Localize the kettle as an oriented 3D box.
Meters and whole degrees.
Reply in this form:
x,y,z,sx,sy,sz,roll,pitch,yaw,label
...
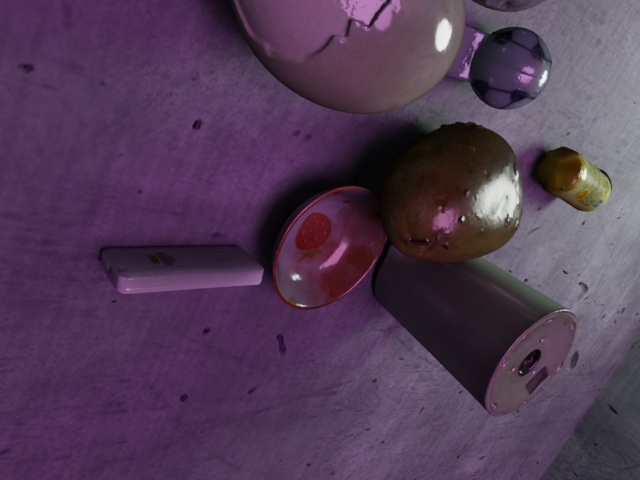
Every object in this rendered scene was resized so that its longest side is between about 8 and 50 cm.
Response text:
x,y,z,sx,sy,sz,roll,pitch,yaw,label
0.329,0.177,1.302,0.250,0.376,0.361,-45,137,-4,kettle

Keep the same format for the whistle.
x,y,z,sx,sy,sz,roll,pitch,yaw,label
0.328,-0.325,1.106,0.289,0.163,0.164,0,119,-40,whistle

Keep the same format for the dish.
x,y,z,sx,sy,sz,roll,pitch,yaw,label
0.000,0.000,1.123,0.260,0.085,0.260,-23,133,-28,dish

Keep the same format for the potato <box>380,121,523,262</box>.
x,y,z,sx,sy,sz,roll,pitch,yaw,label
0.246,-0.092,1.121,0.359,0.219,0.270,-11,92,-52,potato

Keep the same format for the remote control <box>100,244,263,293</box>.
x,y,z,sx,sy,sz,roll,pitch,yaw,label
-0.217,0.042,0.962,0.250,0.103,0.034,-1,117,-40,remote control

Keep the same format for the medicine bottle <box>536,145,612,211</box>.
x,y,z,sx,sy,sz,roll,pitch,yaw,label
0.641,-0.155,1.514,0.238,0.124,0.124,16,108,-44,medicine bottle

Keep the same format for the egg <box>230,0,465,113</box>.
x,y,z,sx,sy,sz,roll,pitch,yaw,label
0.029,-0.315,0.771,0.336,0.278,0.278,9,113,-49,egg

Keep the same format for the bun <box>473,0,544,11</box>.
x,y,z,sx,sy,sz,roll,pitch,yaw,label
0.245,-0.509,0.860,0.354,0.194,0.355,0,90,-42,bun
